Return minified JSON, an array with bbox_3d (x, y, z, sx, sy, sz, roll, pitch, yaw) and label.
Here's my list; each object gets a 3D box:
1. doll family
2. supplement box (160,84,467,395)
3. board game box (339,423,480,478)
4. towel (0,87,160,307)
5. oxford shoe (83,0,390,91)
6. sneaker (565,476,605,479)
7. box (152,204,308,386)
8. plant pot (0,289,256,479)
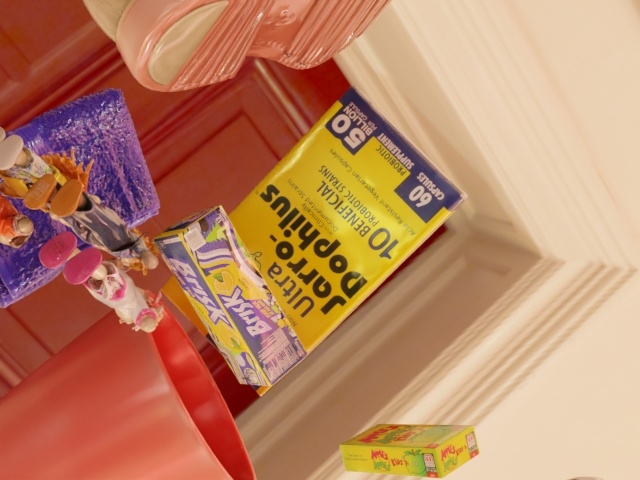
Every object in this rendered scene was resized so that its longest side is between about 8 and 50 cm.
[{"bbox_3d":[-0.228,-0.021,0.744,0.263,0.163,0.118,29,-103,22],"label":"doll family"},{"bbox_3d":[0.000,0.000,1.051,0.356,0.194,0.195,-46,173,11],"label":"supplement box"},{"bbox_3d":[0.125,0.298,1.135,0.092,0.043,0.181,-15,-178,-44],"label":"board game box"},{"bbox_3d":[-0.371,-0.069,1.145,0.076,0.228,0.308,9,-147,35],"label":"towel"},{"bbox_3d":[-0.050,-0.246,0.719,0.140,0.146,0.397,-49,167,34],"label":"oxford shoe"},{"bbox_3d":[0.456,0.558,1.501,0.107,0.110,0.275,45,-68,33],"label":"sneaker"},{"bbox_3d":[-0.084,0.054,0.745,0.054,0.169,0.059,-38,-163,-33],"label":"box"},{"bbox_3d":[-0.237,0.230,0.887,0.243,0.275,0.275,-29,-160,-4],"label":"plant pot"}]
